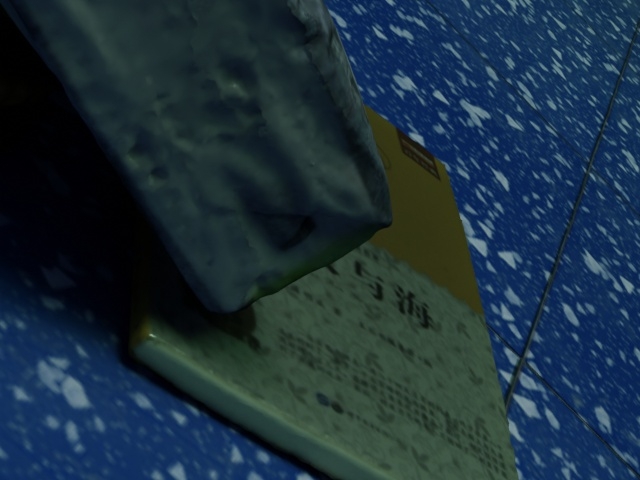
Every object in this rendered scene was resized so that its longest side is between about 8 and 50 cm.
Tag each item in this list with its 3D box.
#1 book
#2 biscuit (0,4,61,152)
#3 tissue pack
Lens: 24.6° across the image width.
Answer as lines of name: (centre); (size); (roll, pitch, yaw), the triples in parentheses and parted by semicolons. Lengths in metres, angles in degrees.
book: (0.000, 0.000, 0.892); (0.269, 0.032, 0.389); (32, 28, -26)
biscuit: (-0.218, -0.131, 0.708); (0.220, 0.066, 0.220); (37, 22, -18)
tissue pack: (-0.105, -0.190, 0.745); (0.288, 0.124, 0.394); (62, 3, -42)
